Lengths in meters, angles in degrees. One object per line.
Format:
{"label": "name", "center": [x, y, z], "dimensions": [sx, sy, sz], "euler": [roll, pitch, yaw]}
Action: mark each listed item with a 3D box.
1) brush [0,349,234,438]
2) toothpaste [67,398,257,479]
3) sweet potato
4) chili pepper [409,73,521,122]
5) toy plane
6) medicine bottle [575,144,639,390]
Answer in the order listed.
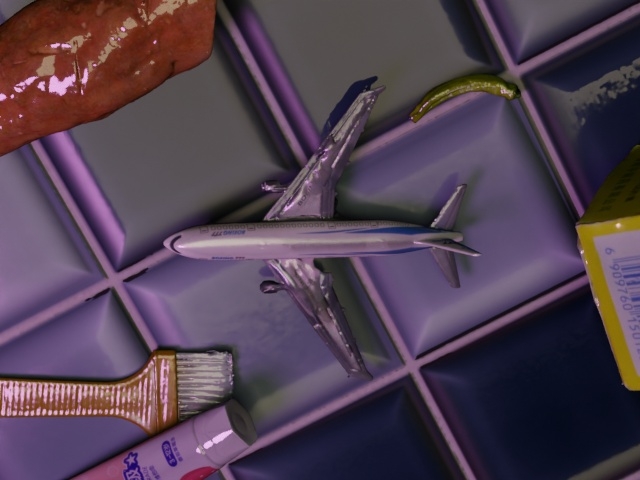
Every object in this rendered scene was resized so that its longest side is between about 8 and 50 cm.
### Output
{"label": "brush", "center": [-0.173, 0.121, 1.034], "dimensions": [0.218, 0.010, 0.083], "euler": [0, 104, -2]}
{"label": "toothpaste", "center": [-0.137, 0.181, 1.030], "dimensions": [0.194, 0.043, 0.067], "euler": [-32, 105, 19]}
{"label": "sweet potato", "center": [-0.173, -0.119, 0.935], "dimensions": [0.251, 0.097, 0.097], "euler": [-29, 103, 8]}
{"label": "chili pepper", "center": [0.105, -0.104, 0.989], "dimensions": [0.083, 0.017, 0.030], "euler": [-8, 106, -2]}
{"label": "toy plane", "center": [0.001, -0.001, 0.988], "dimensions": [0.226, 0.058, 0.226], "euler": [2, 107, 0]}
{"label": "medicine bottle", "center": [0.314, 0.004, 0.908], "dimensions": [0.250, 0.137, 0.141], "euler": [-9, 107, 37]}
